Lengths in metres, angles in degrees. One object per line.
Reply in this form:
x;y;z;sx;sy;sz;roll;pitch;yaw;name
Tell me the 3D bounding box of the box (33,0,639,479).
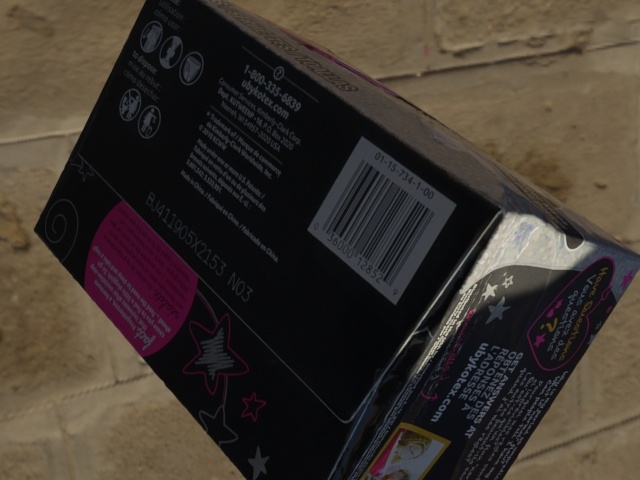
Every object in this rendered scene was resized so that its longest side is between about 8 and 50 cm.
0.000;0.000;0.497;0.142;0.247;0.163;14;111;-50;box
